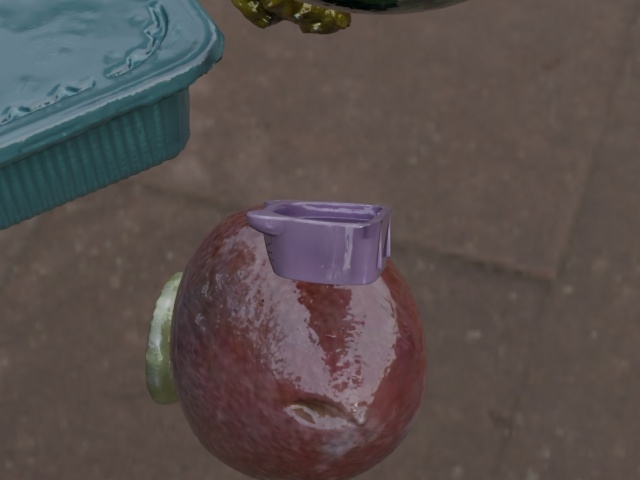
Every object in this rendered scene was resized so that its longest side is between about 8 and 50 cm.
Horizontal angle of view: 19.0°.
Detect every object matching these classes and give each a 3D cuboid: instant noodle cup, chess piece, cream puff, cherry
[{"bbox_3d":[-0.141,-0.067,0.846,0.179,0.070,0.157,-23,42,-14],"label":"instant noodle cup"},{"bbox_3d":[-0.041,0.120,1.992,0.251,0.144,0.144,8,44,14],"label":"chess piece"},{"bbox_3d":[-0.033,-0.272,2.028,0.146,0.146,0.116,-14,74,-13],"label":"cream puff"},{"bbox_3d":[-0.017,0.100,1.746,0.221,0.261,0.307,-5,20,-27],"label":"cherry"}]

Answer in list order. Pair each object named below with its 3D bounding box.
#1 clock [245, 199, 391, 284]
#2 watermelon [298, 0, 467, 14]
[{"bbox_3d":[0.000,0.000,1.553,0.110,0.050,0.153,4,7,7],"label":"clock"},{"bbox_3d":[0.043,-0.222,1.204,0.256,0.260,0.176,18,91,30],"label":"watermelon"}]
